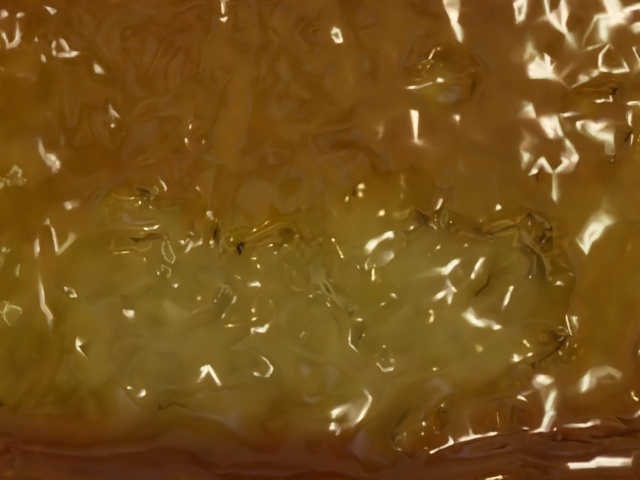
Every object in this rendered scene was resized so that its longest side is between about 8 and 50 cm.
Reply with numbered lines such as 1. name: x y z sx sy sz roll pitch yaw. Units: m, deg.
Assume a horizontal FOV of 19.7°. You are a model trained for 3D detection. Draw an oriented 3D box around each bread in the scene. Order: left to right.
1. bread: 0.000 0.000 0.583 0.398 0.215 0.398 4 -177 0
